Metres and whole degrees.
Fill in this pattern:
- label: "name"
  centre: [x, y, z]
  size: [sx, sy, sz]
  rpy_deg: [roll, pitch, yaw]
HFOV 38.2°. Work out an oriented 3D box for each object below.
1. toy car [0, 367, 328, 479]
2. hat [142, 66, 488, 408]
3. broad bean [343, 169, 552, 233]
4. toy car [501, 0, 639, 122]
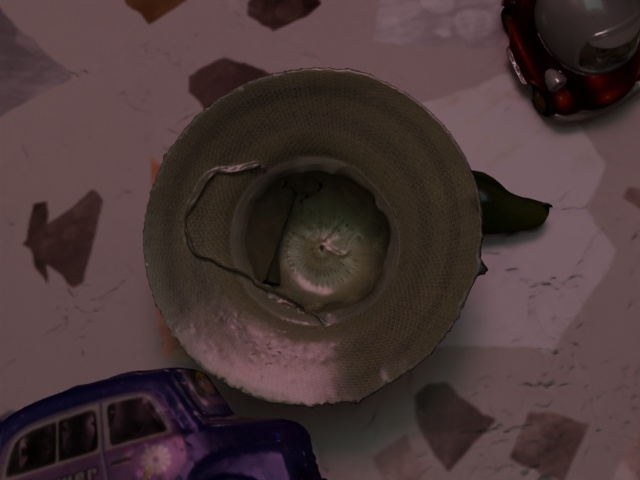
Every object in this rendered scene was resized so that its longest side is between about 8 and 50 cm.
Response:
- label: "toy car"
  centre: [-0.108, 0.170, 0.626]
  size: [0.235, 0.172, 0.158]
  rpy_deg: [-13, 70, 0]
- label: "hat"
  centre: [0.000, 0.000, 0.714]
  size: [0.251, 0.110, 0.252]
  rpy_deg: [-1, 85, 6]
- label: "broad bean"
  centre: [0.088, -0.040, 0.759]
  size: [0.195, 0.046, 0.061]
  rpy_deg: [23, 76, 12]
- label: "toy car"
  centre: [0.214, -0.183, 0.768]
  size: [0.112, 0.112, 0.139]
  rpy_deg: [-27, 72, -6]
